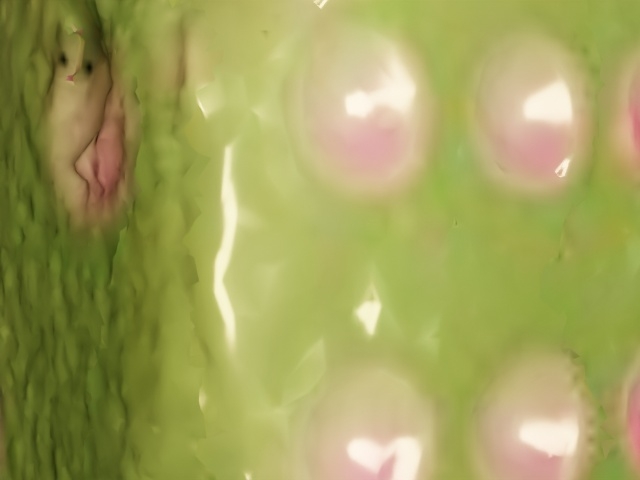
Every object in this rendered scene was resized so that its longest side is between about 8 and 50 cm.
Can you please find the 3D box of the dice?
[{"bbox_3d":[0.000,0.000,0.763,0.322,0.330,0.318,-1,88,-32],"label":"dice"}]
